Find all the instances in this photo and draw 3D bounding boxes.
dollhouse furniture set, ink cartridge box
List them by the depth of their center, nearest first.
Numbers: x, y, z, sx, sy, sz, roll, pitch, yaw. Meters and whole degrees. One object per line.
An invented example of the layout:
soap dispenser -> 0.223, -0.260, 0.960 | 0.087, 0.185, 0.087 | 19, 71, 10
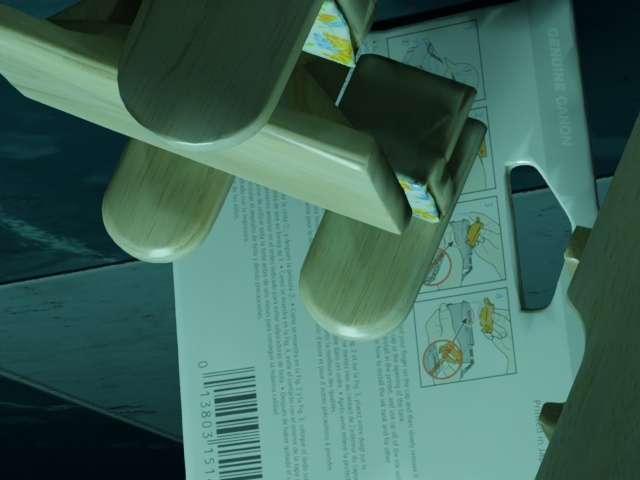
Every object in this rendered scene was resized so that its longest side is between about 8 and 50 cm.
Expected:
dollhouse furniture set -> 0.000, 0.000, 0.915 | 0.394, 0.256, 0.362 | 21, 170, 16
ink cartridge box -> 0.043, 0.018, 1.156 | 0.261, 0.296, 0.066 | -9, 163, 14
